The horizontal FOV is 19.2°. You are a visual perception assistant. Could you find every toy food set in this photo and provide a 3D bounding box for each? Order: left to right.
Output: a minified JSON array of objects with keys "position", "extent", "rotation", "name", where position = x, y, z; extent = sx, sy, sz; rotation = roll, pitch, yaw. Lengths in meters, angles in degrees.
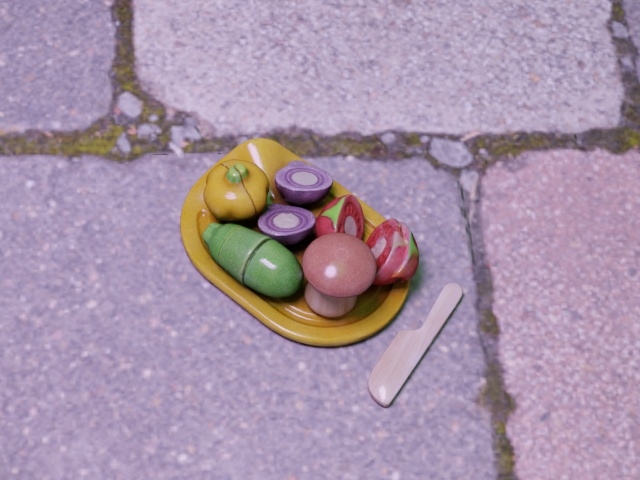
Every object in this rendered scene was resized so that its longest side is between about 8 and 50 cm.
[{"position":[0.000,0.000,1.331],"extent":[0.218,0.071,0.128],"rotation":[36,60,16],"name":"toy food set"}]
